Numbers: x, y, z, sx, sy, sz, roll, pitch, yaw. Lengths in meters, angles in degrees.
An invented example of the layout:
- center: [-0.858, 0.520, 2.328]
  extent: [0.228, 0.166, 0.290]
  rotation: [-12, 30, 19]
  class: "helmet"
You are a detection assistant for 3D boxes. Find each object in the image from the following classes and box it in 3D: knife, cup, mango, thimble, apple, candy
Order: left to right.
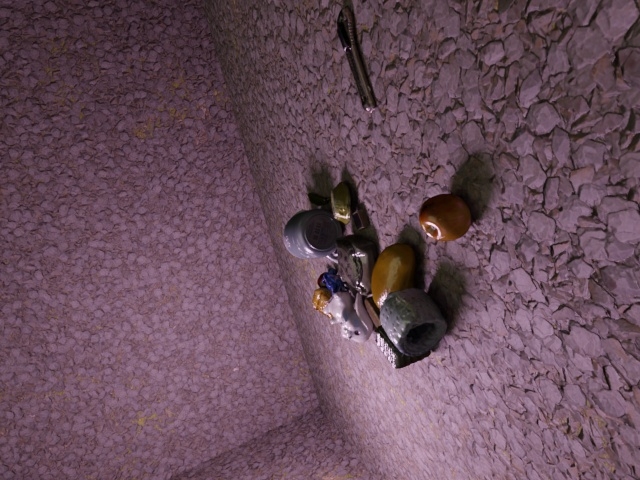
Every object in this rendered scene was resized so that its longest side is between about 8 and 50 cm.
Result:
- center: [0.000, 0.000, 2.124]
  extent: [0.356, 0.259, 0.274]
  rotation: [42, 166, -12]
  class: "cup"
- center: [0.120, -0.621, 1.426]
  extent: [0.089, 0.043, 0.365]
  rotation: [-178, 69, -72]
  class: "knife"
- center: [0.287, 0.344, 1.796]
  extent: [0.102, 0.104, 0.234]
  rotation: [92, 153, -59]
  class: "candy"
- center: [0.280, 0.144, 1.579]
  extent: [0.195, 0.142, 0.332]
  rotation: [42, 139, 49]
  class: "mango"
- center: [0.325, 0.282, 1.460]
  extent: [0.172, 0.205, 0.250]
  rotation: [61, 177, 46]
  class: "thimble"
- center: [0.349, -0.065, 1.168]
  extent: [0.146, 0.146, 0.146]
  rotation: [161, 90, -72]
  class: "apple"

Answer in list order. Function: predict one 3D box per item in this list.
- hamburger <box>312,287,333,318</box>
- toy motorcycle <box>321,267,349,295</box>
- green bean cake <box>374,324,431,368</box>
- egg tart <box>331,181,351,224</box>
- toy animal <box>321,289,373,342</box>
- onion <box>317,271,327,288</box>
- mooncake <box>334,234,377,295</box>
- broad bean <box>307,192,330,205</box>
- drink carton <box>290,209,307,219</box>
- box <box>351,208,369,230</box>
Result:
- center: [0.046, 0.367, 2.369]
  extent: [0.206, 0.130, 0.183]
  rotation: [22, 133, 11]
  class: "hamburger"
- center: [0.075, 0.238, 2.288]
  extent: [0.076, 0.114, 0.205]
  rotation: [92, 153, -46]
  class: "toy motorcycle"
- center: [0.326, 0.394, 1.619]
  extent: [0.181, 0.173, 0.094]
  rotation: [-128, 24, -51]
  class: "green bean cake"
- center: [0.090, -0.170, 1.863]
  extent: [0.197, 0.078, 0.197]
  rotation: [175, 90, -84]
  class: "egg tart"
- center: [0.152, 0.395, 2.142]
  extent: [0.249, 0.174, 0.289]
  rotation: [-29, 79, 60]
  class: "toy animal"
- center: [0.036, 0.243, 2.427]
  extent: [0.117, 0.118, 0.118]
  rotation: [-129, 27, -57]
  class: "onion"
- center: [0.162, 0.110, 1.876]
  extent: [0.254, 0.136, 0.250]
  rotation: [-151, 49, -64]
  class: "mooncake"
- center: [-0.016, -0.218, 2.220]
  extent: [0.297, 0.043, 0.060]
  rotation: [-153, 58, -64]
  class: "broad bean"
- center: [-0.088, -0.088, 2.327]
  extent: [0.142, 0.146, 0.144]
  rotation: [59, 172, -33]
  class: "drink carton"
- center: [0.176, -0.089, 1.798]
  extent: [0.079, 0.035, 0.083]
  rotation: [147, 104, -71]
  class: "box"
